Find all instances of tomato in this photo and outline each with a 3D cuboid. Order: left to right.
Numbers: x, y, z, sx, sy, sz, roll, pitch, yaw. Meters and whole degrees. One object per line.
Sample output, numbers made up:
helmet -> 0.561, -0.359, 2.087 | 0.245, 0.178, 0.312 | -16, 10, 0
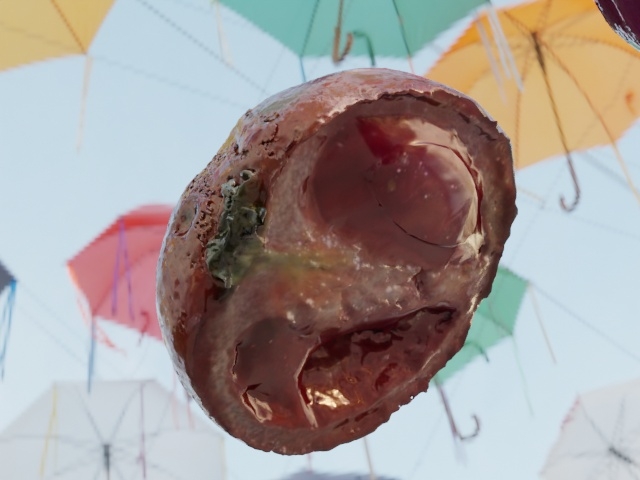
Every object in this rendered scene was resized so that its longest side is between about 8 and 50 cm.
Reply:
tomato -> 0.000, 0.000, 0.699 | 0.173, 0.099, 0.189 | 17, -76, -44

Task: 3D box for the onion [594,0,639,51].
onion -> 0.163, -0.138, 0.504 | 0.153, 0.177, 0.177 | 0, -51, -30
